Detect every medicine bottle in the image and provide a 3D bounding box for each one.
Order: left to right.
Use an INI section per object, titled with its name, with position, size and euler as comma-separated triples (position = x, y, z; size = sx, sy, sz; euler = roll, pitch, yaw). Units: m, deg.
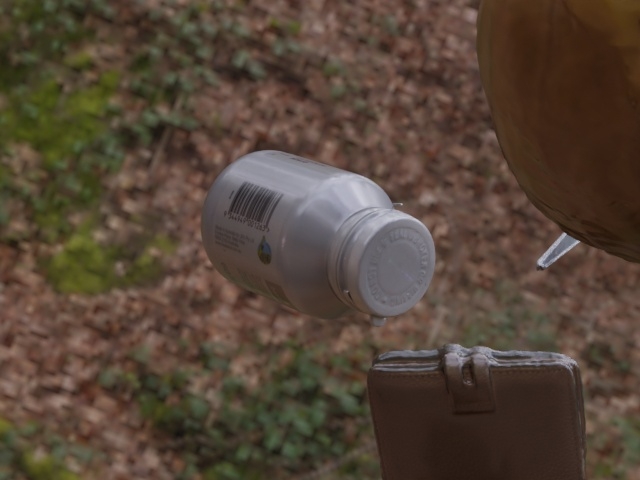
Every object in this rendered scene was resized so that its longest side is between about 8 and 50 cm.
[medicine bottle]
position = 0.000, 0.000, 1.517
size = 0.135, 0.135, 0.215
euler = 18, 2, -41

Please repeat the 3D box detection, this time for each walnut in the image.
[walnut]
position = 0.136, -0.061, 0.680
size = 0.137, 0.137, 0.245
euler = 26, -12, 30

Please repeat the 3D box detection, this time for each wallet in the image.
[wallet]
position = 0.113, 0.128, 1.203
size = 0.152, 0.118, 0.039
euler = 0, 29, 15

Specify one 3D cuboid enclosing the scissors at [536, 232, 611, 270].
[scissors]
position = 0.213, -0.013, 1.354
size = 0.015, 0.100, 0.189
euler = -3, 19, 32
